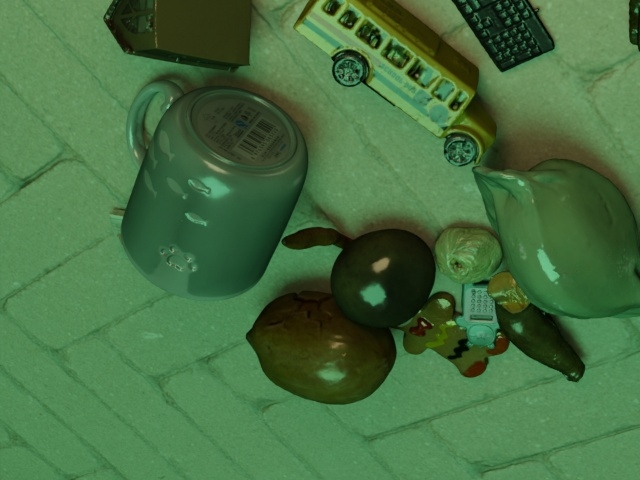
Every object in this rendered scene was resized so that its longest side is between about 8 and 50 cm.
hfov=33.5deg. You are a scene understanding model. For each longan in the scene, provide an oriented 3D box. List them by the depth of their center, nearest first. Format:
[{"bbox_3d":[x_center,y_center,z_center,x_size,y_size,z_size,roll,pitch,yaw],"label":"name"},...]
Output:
[{"bbox_3d":[0.106,0.063,1.797,0.167,0.167,0.187,40,107,-14],"label":"longan"}]

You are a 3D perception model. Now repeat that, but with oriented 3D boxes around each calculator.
[{"bbox_3d":[0.280,0.127,1.850,0.094,0.019,0.141,2,116,9],"label":"calculator"}]

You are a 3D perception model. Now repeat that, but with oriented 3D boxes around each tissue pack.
[{"bbox_3d":[-0.362,-0.010,2.006,0.056,0.023,0.108,9,131,14],"label":"tissue pack"}]

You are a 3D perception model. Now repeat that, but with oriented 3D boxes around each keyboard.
[{"bbox_3d":[0.212,-0.372,1.470,0.101,0.018,0.309,-21,118,35],"label":"keyboard"}]

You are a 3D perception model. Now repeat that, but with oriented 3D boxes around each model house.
[{"bbox_3d":[-0.239,-0.348,1.607,0.248,0.181,0.176,7,93,50],"label":"model house"}]

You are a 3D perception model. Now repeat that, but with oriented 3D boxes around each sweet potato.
[{"bbox_3d":[0.360,0.150,1.800,0.285,0.085,0.112,54,170,-31],"label":"sweet potato"},{"bbox_3d":[0.002,-0.003,1.809,0.179,0.044,0.044,0,151,-42],"label":"sweet potato"}]

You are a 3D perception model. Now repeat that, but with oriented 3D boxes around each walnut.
[{"bbox_3d":[-0.009,0.189,1.922,0.298,0.203,0.203,8,132,24],"label":"walnut"}]

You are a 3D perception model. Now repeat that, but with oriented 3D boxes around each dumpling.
[{"bbox_3d":[0.379,-0.002,1.616,0.212,0.270,0.320,-19,98,9],"label":"dumpling"}]

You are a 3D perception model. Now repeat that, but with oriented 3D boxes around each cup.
[{"bbox_3d":[-0.194,-0.120,1.723,0.356,0.259,0.274,49,136,20],"label":"cup"}]

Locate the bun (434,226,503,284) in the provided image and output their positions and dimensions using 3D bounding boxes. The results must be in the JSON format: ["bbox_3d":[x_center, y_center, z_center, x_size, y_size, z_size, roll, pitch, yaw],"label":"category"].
[{"bbox_3d":[0.245,0.029,1.769,0.115,0.069,0.115,11,133,11],"label":"bun"}]

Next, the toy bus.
[{"bbox_3d":[0.124,-0.252,1.543,0.335,0.121,0.123,35,120,-10],"label":"toy bus"}]

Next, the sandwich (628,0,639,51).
[{"bbox_3d":[0.500,-0.329,1.331,0.212,0.109,0.292,37,132,-11],"label":"sandwich"}]

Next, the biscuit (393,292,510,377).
[{"bbox_3d":[0.207,0.163,1.923,0.250,0.036,0.165,29,132,-3],"label":"biscuit"}]
